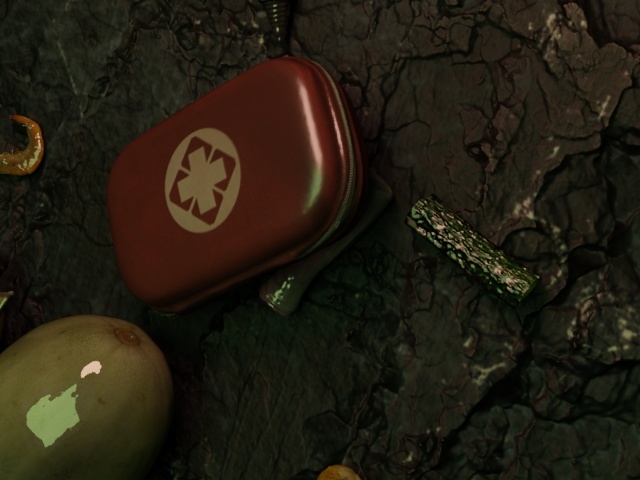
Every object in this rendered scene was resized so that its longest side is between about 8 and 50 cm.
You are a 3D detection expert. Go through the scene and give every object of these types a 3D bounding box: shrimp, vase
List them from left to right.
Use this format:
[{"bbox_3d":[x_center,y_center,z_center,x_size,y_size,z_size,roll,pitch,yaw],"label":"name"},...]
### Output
[{"bbox_3d":[-0.457,-0.134,1.978,0.127,0.025,0.091,-10,83,18],"label":"shrimp"},{"bbox_3d":[0.000,0.000,1.751,0.086,0.086,0.214,42,108,19],"label":"vase"}]

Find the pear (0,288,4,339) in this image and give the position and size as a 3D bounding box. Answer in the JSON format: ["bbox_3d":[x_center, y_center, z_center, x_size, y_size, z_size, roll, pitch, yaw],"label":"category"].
[{"bbox_3d":[-0.579,0.095,1.903,0.271,0.271,0.271,-1,87,23],"label":"pear"}]

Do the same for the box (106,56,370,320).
[{"bbox_3d":[-0.116,-0.067,1.735,0.404,0.108,0.263,-26,68,34],"label":"box"}]

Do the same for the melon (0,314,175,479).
[{"bbox_3d":[-0.329,0.239,1.784,0.308,0.272,0.271,-25,78,18],"label":"melon"}]

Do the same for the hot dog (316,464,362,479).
[{"bbox_3d":[-0.033,0.417,1.749,0.083,0.068,0.289,35,102,28],"label":"hot dog"}]

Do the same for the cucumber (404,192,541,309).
[{"bbox_3d":[0.185,0.014,1.681,0.187,0.058,0.058,39,102,20],"label":"cucumber"}]

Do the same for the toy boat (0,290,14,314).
[{"bbox_3d":[-0.486,0.193,1.800,0.055,0.093,0.293,23,97,-4],"label":"toy boat"}]

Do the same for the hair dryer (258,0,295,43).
[{"bbox_3d":[-0.087,-0.434,1.803,0.189,0.107,0.352,-3,92,25],"label":"hair dryer"}]
